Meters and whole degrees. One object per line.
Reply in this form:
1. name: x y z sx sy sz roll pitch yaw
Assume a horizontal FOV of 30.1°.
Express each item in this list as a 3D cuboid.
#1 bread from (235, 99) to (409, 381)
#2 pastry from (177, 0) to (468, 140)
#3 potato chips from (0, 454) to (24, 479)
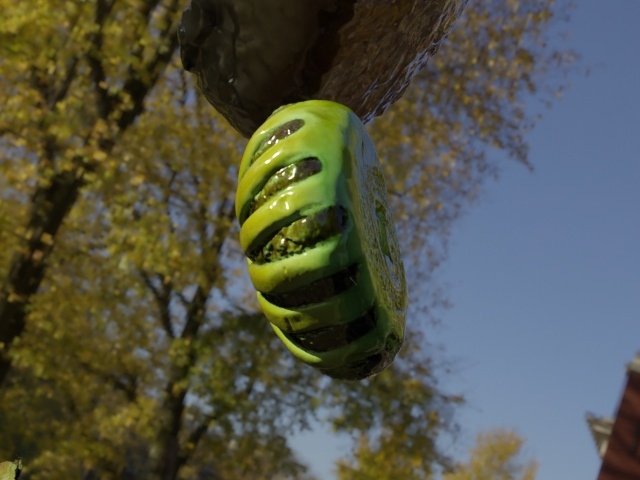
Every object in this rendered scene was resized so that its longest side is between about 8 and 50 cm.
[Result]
1. bread: 0.000 0.000 0.604 0.071 0.130 0.139 -14 -66 11
2. pastry: 0.034 -0.205 0.885 0.136 0.330 0.330 35 -13 16
3. potato chips: -0.204 0.198 0.587 0.026 0.209 0.142 26 -10 -36
